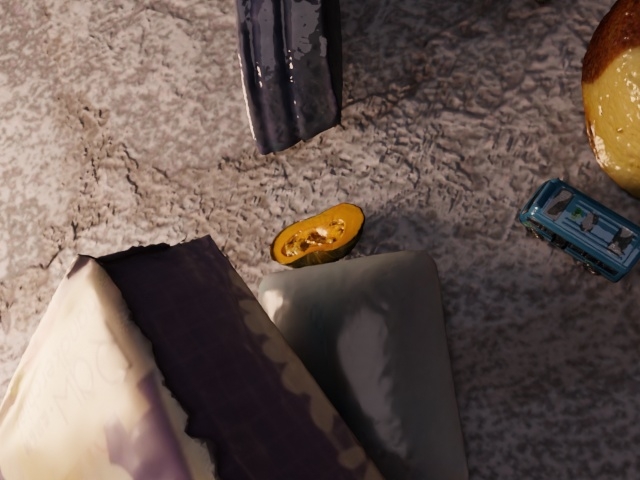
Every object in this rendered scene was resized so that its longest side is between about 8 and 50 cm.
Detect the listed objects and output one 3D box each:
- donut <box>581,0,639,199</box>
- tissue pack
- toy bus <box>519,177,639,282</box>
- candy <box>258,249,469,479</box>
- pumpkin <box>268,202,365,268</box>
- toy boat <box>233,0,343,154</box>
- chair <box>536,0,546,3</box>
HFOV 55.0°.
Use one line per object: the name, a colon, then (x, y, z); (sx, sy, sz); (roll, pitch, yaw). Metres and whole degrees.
donut: (0.260, -0.116, 0.418); (0.141, 0.085, 0.217); (-4, 79, 13)
tissue pack: (-0.066, 0.193, 0.375); (0.343, 0.125, 0.242); (51, 124, 18)
toy bus: (0.185, -0.009, 0.434); (0.083, 0.046, 0.038); (36, 89, 18)
candy: (0.025, 0.099, 0.438); (0.138, 0.071, 0.174); (-10, 77, 15)
pumpkin: (0.000, 0.001, 0.487); (0.083, 0.028, 0.050); (-13, 44, 19)
toy boat: (-0.027, -0.203, 0.491); (0.078, 0.127, 0.283); (-5, 75, 7)
chair: (0.135, -0.344, 0.473); (0.147, 0.136, 0.270); (-42, 70, 4)
